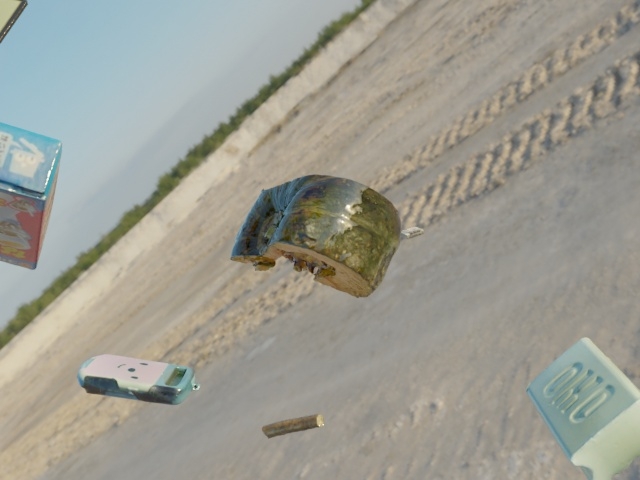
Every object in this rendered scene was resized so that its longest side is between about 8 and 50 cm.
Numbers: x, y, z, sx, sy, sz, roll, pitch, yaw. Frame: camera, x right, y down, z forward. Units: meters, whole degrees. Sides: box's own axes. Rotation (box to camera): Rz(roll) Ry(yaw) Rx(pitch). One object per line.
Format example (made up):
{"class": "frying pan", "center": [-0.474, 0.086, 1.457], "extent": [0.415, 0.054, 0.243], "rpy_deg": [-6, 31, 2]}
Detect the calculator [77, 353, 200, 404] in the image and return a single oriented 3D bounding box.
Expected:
{"class": "calculator", "center": [-0.431, 0.331, 1.894], "extent": [0.173, 0.293, 0.051], "rpy_deg": [-75, -7, -79]}

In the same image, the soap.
{"class": "soap", "center": [0.349, 0.215, 1.022], "extent": [0.119, 0.066, 0.198], "rpy_deg": [-43, 11, 9]}

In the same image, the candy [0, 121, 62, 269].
{"class": "candy", "center": [-0.479, -0.064, 1.171], "extent": [0.306, 0.157, 0.100], "rpy_deg": [134, 148, -60]}

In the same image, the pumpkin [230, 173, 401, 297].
{"class": "pumpkin", "center": [0.001, -0.001, 1.257], "extent": [0.280, 0.190, 0.139], "rpy_deg": [-12, 54, 60]}

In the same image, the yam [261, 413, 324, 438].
{"class": "yam", "center": [-0.059, 0.385, 1.649], "extent": [0.145, 0.032, 0.032], "rpy_deg": [-19, 21, 29]}

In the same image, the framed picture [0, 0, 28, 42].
{"class": "framed picture", "center": [-0.808, -0.449, 1.645], "extent": [0.013, 0.323, 0.244], "rpy_deg": [92, -168, -57]}

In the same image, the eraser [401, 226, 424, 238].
{"class": "eraser", "center": [0.230, -0.018, 1.999], "extent": [0.099, 0.027, 0.019], "rpy_deg": [-18, -53, -54]}
